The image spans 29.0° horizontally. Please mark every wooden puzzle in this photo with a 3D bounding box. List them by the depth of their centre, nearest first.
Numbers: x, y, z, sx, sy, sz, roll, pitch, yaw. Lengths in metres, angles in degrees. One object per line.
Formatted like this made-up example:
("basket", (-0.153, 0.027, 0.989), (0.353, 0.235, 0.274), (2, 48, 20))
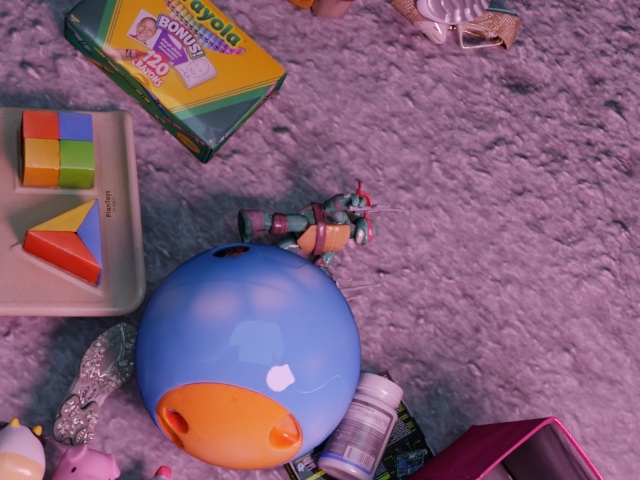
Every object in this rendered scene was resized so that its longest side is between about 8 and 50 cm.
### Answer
("wooden puzzle", (-0.410, -0.055, 1.614), (0.347, 0.080, 0.322), (-1, 60, -14))

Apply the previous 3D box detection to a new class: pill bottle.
("pill bottle", (0.056, 0.250, 1.645), (0.078, 0.078, 0.137), (27, 69, -5))

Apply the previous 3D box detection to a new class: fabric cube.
("fabric cube", (0.221, 0.398, 1.563), (0.259, 0.258, 0.254), (-34, 90, -19))

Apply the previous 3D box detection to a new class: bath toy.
("bath toy", (-0.316, 0.298, 1.523), (0.348, 0.151, 0.129), (26, 70, -24))

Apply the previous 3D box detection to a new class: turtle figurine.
("turtle figurine", (0.000, 0.000, 1.729), (0.234, 0.118, 0.175), (-4, 117, -13))

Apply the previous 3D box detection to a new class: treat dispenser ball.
("treat dispenser ball", (-0.092, 0.146, 1.571), (0.288, 0.288, 0.288), (3, 75, -13))

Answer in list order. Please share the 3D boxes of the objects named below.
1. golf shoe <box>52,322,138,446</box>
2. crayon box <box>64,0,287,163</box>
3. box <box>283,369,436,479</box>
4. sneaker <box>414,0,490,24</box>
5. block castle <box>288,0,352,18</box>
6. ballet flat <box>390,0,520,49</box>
("golf shoe", (-0.298, 0.184, 1.617), (0.069, 0.086, 0.176), (36, 77, -15))
("crayon box", (-0.207, -0.265, 1.762), (0.278, 0.081, 0.165), (42, 71, 0))
("box", (0.055, 0.301, 1.697), (0.190, 0.045, 0.184), (-28, 86, -19))
("sneaker", (0.200, -0.398, 1.854), (0.281, 0.115, 0.105), (-47, 128, -45))
("block castle", (-0.026, -0.580, 1.819), (0.302, 0.213, 0.453), (17, 73, -8))
("ballet flat", (0.205, -0.328, 1.887), (0.206, 0.073, 0.067), (7, 88, -8))
